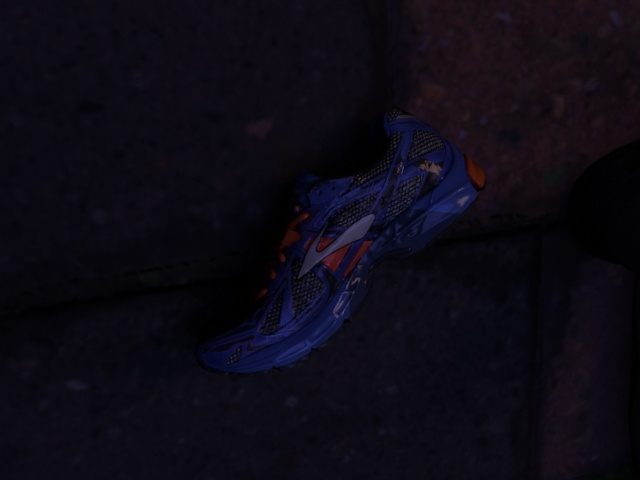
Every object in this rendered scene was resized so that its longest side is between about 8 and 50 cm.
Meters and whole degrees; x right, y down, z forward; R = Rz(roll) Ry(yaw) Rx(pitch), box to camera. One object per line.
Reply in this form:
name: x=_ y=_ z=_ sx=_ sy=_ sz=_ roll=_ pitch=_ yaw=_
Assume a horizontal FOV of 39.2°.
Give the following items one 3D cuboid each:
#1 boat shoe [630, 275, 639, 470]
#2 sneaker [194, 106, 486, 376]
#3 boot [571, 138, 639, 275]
boat shoe: x=0.308 y=0.118 z=0.731 sx=0.081 sy=0.079 sz=0.227 roll=-10 pitch=108 yaw=-14
sneaker: x=0.000 y=0.000 z=0.580 sx=0.221 sy=0.083 sz=0.087 roll=-43 pitch=104 yaw=-10
boot: x=0.367 y=-0.050 z=0.618 sx=0.338 sy=0.223 sz=0.118 roll=-36 pitch=116 yaw=-7
